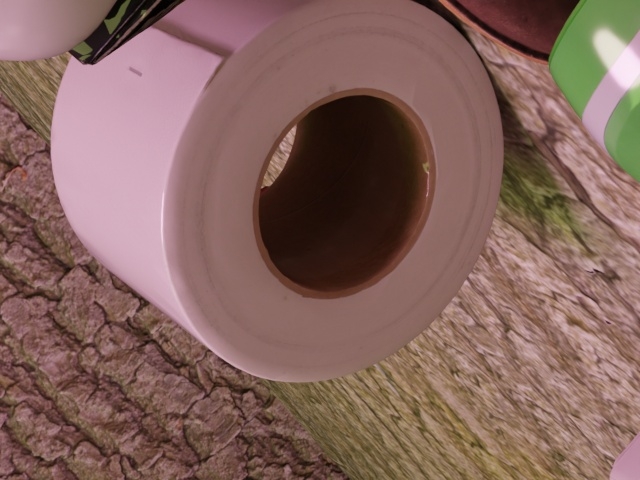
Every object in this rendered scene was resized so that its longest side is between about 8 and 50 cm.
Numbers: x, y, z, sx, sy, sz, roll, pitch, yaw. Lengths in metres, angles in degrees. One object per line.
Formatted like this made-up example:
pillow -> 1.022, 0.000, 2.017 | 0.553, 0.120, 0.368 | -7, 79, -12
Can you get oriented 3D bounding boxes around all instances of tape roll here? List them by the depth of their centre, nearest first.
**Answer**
tape roll -> -0.028, -0.051, 0.963 | 0.169, 0.246, 0.246 | 30, 162, 52

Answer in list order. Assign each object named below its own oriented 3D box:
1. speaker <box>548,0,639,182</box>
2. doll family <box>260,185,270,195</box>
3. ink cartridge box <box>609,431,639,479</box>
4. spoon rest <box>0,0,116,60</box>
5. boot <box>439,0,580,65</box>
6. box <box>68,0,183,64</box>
speaker -> 0.226, -0.006, 0.528 | 0.296, 0.131, 0.131 | 43, 169, 11
doll family -> 0.000, 0.000, 1.511 | 0.111, 0.076, 0.193 | 44, 165, 29
ink cartridge box -> 0.268, 0.119, 0.765 | 0.086, 0.148, 0.203 | 47, 170, -22
spoon rest -> -0.094, -0.146, 0.536 | 0.276, 0.084, 0.137 | -17, 111, 51
boot -> 0.085, -0.159, 0.561 | 0.248, 0.090, 0.207 | 53, 168, -23
box -> -0.144, -0.254, 0.705 | 0.322, 0.079, 0.257 | 46, -147, -5
